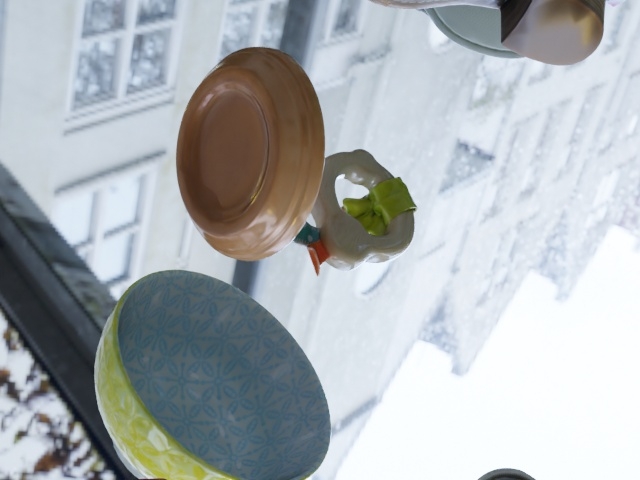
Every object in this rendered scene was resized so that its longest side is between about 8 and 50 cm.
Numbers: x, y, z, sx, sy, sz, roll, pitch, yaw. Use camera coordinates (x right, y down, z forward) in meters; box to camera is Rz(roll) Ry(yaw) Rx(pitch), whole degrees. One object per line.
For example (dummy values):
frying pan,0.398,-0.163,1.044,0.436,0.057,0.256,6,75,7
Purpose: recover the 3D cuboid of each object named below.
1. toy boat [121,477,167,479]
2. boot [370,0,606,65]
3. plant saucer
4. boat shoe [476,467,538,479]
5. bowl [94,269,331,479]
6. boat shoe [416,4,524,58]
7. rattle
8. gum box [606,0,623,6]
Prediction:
toy boat,-0.201,0.321,1.016,0.151,0.151,0.231,18,-111,-28
boot,0.066,-0.182,0.612,0.197,0.073,0.152,29,-139,-20
plant saucer,-0.075,-0.081,1.059,0.037,0.200,0.200,2,-151,-43
boat shoe,0.242,0.387,1.157,0.116,0.324,0.097,-23,-179,10
bowl,-0.147,0.190,1.294,0.289,0.156,0.289,32,-148,-23
boat shoe,0.135,-0.320,1.343,0.302,0.114,0.091,36,-159,-1
rattle,0.000,0.000,1.160,0.143,0.130,0.200,-20,-159,40
gum box,0.397,-0.436,1.590,0.107,0.062,0.188,21,-109,-21
